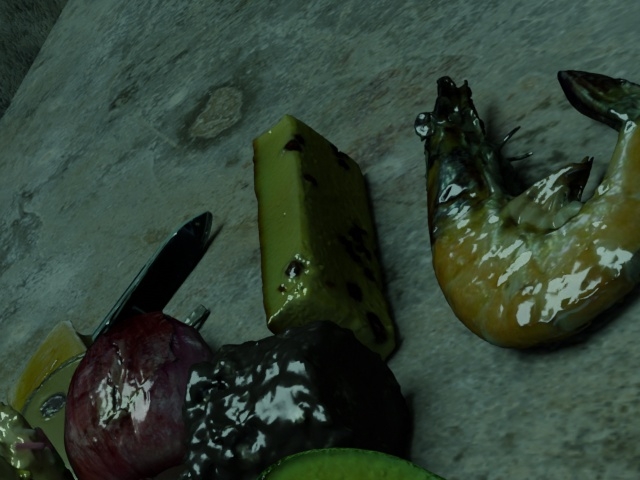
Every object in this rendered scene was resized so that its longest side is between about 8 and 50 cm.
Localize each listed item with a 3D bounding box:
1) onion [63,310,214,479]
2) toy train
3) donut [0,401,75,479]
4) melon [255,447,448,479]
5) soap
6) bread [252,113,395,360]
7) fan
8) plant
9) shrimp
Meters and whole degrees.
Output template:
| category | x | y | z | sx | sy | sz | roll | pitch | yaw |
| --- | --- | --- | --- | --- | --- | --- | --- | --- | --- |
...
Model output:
| category | x | y | z | sx | sy | sz | roll | pitch | yaw |
| --- | --- | --- | --- | --- | --- | --- | --- | --- | --- |
| onion | -0.239 | 0.177 | 1.615 | 0.227 | 0.120 | 0.283 | -36 | 38 | 14 |
| toy train | -0.233 | 0.055 | 1.885 | 0.252 | 0.055 | 0.048 | -51 | 16 | 7 |
| donut | -0.337 | 0.330 | 1.454 | 0.150 | 0.307 | 0.371 | -32 | 5 | -6 |
| melon | -0.012 | 0.270 | 1.044 | 0.265 | 0.169 | 0.129 | -49 | -1 | -15 |
| soap | -0.360 | 0.223 | 1.868 | 0.160 | 0.080 | 0.257 | -55 | 25 | -1 |
| bread | 0.000 | 0.000 | 1.436 | 0.077 | 0.138 | 0.361 | -42 | 28 | 21 |
| fan | -0.269 | 0.205 | 1.711 | 0.335 | 0.011 | 0.229 | -43 | 48 | -10 |
| plant | -0.039 | 0.188 | 1.226 | 0.234 | 0.204 | 0.178 | -31 | 30 | 31 |
| shrimp | 0.199 | -0.076 | 1.249 | 0.272 | 0.085 | 0.445 | -42 | 30 | 14 |
